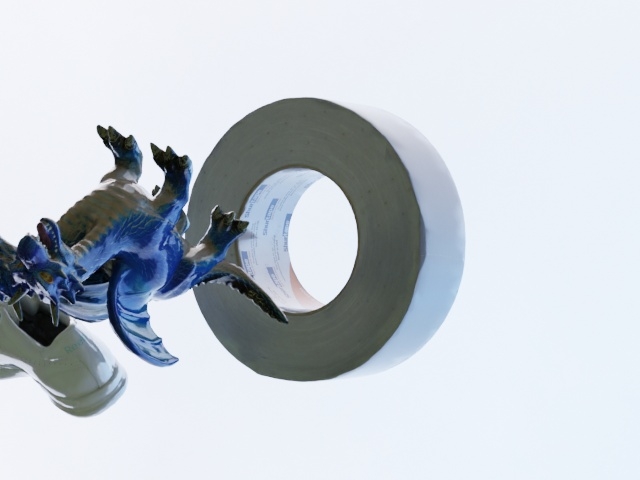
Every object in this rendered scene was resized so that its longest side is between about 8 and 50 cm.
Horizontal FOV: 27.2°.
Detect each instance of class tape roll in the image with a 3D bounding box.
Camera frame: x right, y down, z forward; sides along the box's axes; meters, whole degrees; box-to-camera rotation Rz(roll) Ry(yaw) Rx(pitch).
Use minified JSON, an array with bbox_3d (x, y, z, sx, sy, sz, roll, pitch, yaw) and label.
[{"bbox_3d":[0.000,0.000,1.026,0.219,0.072,0.219,0,-90,35],"label":"tape roll"}]

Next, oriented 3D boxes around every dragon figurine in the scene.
[{"bbox_3d":[-0.121,0.026,0.847,0.085,0.289,0.144,22,-107,26],"label":"dragon figurine"}]

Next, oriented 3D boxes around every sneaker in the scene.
[{"bbox_3d":[-0.241,0.065,1.041,0.212,0.094,0.080,13,-131,37],"label":"sneaker"}]
